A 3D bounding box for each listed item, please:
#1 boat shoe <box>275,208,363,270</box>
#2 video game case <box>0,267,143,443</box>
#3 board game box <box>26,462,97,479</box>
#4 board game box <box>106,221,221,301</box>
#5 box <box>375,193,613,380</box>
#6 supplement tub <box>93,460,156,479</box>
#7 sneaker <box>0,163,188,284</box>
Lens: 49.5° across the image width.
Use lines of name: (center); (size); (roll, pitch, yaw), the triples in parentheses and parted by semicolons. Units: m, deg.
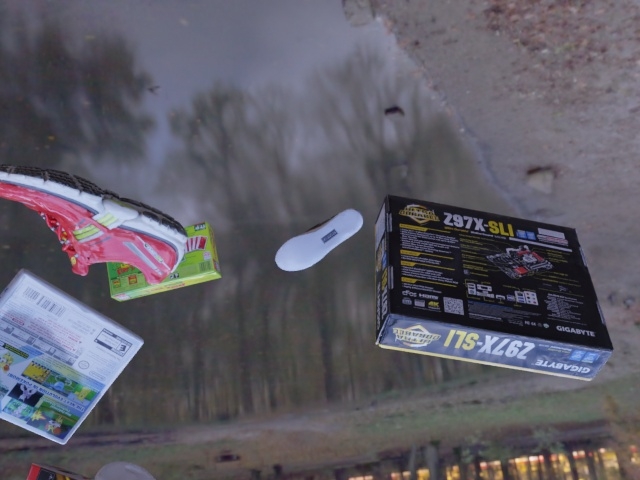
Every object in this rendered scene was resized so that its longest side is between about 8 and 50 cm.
boat shoe: (0.000, 0.000, 1.012); (0.142, 0.049, 0.040); (-30, -177, 2)
video game case: (-0.607, 0.263, 1.525); (0.329, 0.300, 0.036); (41, 174, -36)
board game box: (-0.310, 0.434, 0.798); (0.193, 0.305, 0.053); (5, 159, 29)
board game box: (-0.269, 0.037, 1.185); (0.182, 0.092, 0.043); (-13, 163, 2)
box: (0.246, 0.063, 1.040); (0.322, 0.257, 0.079); (10, 131, -5)
supplement tub: (-0.455, 0.603, 1.516); (0.144, 0.144, 0.199); (15, 108, -47)
sneaker: (-0.319, -0.015, 0.927); (0.279, 0.118, 0.107); (24, -176, -19)
